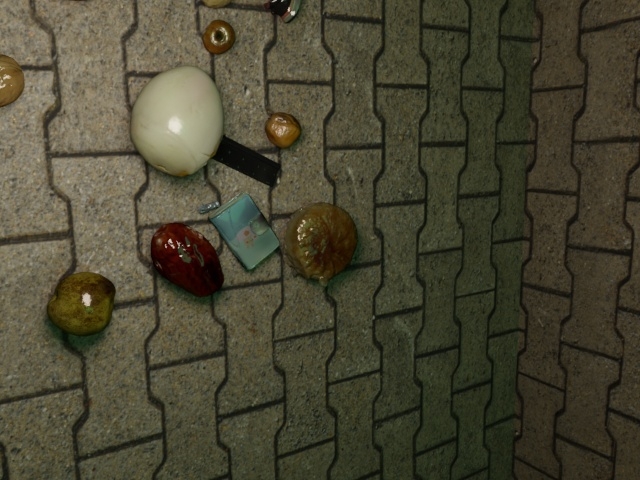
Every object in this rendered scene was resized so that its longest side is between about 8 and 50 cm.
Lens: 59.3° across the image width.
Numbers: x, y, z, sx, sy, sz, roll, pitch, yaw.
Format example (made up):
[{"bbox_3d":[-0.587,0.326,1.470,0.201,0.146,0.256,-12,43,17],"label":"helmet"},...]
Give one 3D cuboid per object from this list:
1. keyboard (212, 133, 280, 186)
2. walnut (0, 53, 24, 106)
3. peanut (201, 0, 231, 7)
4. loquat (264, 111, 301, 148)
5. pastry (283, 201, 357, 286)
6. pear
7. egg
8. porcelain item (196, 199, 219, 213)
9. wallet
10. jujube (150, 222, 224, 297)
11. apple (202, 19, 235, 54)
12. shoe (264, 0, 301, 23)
[{"bbox_3d":[-0.282,-0.298,2.026,0.310,0.018,0.101,23,87,-34],"label":"keyboard"},{"bbox_3d":[-0.896,-0.437,1.535,0.166,0.149,0.166,2,75,-7],"label":"walnut"},{"bbox_3d":[-0.344,-0.847,1.839,0.140,0.109,0.159,-33,119,-40],"label":"peanut"},{"bbox_3d":[-0.139,-0.405,2.053,0.137,0.113,0.137,-3,111,-9],"label":"loquat"},{"bbox_3d":[0.000,0.000,2.189,0.330,0.136,0.329,-6,102,-31],"label":"pastry"},{"bbox_3d":[-0.731,0.193,1.719,0.197,0.197,0.197,-6,101,-32],"label":"pear"},{"bbox_3d":[-0.441,-0.379,1.758,0.283,0.283,0.345,24,72,-33],"label":"egg"},{"bbox_3d":[-0.396,-0.118,1.975,0.083,0.036,0.028,-22,78,-34],"label":"porcelain item"},{"bbox_3d":[-0.272,-0.036,2.043,0.176,0.075,0.250,-40,118,-18],"label":"wallet"},{"bbox_3d":[-0.445,0.069,1.883,0.197,0.197,0.290,-46,128,-18],"label":"jujube"},{"bbox_3d":[-0.339,-0.676,1.881,0.099,0.102,0.114,28,90,-20],"label":"apple"},{"bbox_3d":[-0.132,-0.922,1.971,0.137,0.114,0.291,8,97,-28],"label":"shoe"}]
